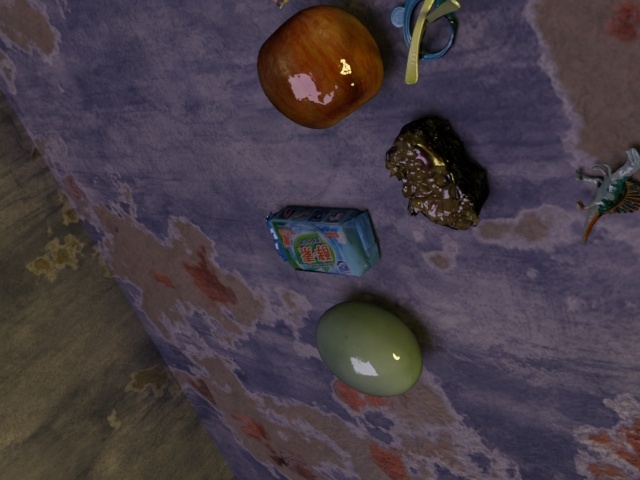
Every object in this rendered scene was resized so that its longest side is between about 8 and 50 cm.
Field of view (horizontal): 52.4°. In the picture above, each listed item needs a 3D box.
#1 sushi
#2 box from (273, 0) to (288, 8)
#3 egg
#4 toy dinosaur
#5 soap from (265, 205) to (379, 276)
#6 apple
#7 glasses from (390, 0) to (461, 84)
[{"bbox_3d":[0.201,-0.113,1.182,0.147,0.115,0.212,-18,112,51],"label":"sushi"},{"bbox_3d":[-0.069,-0.475,1.075,0.135,0.151,0.151,43,145,-11],"label":"box"},{"bbox_3d":[0.114,0.256,1.554,0.283,0.203,0.203,31,142,30],"label":"egg"},{"bbox_3d":[0.464,-0.067,1.033,0.106,0.044,0.187,-2,123,28],"label":"toy dinosaur"},{"bbox_3d":[0.000,0.000,1.523,0.293,0.077,0.156,3,127,43],"label":"soap"},{"bbox_3d":[0.000,-0.294,1.122,0.211,0.211,0.188,-26,99,53],"label":"apple"},{"bbox_3d":[0.181,-0.330,0.967,0.102,0.207,0.239,9,146,-11],"label":"glasses"}]
